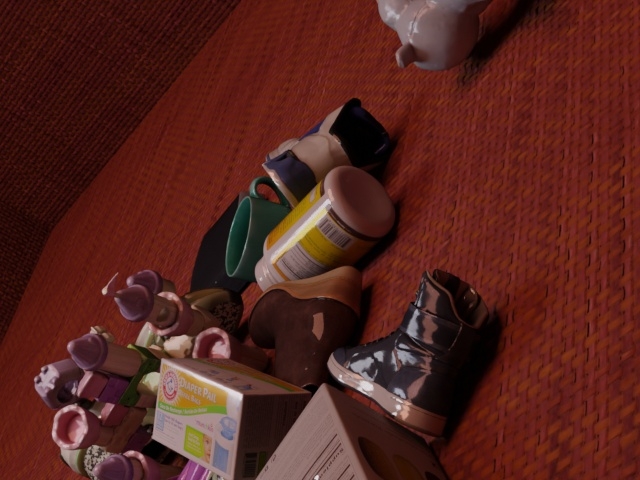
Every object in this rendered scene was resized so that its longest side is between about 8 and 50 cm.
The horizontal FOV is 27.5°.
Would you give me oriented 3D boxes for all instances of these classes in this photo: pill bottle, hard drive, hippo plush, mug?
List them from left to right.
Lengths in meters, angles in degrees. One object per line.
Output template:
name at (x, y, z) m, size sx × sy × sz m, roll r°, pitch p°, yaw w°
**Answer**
hard drive at (-0.168, 0.025, 2.335) m, size 0.172 × 0.054 × 0.254 m, roll -48°, pitch 20°, yaw 28°
mug at (-0.080, -0.009, 2.047) m, size 0.129 × 0.097 × 0.157 m, roll -121°, pitch 47°, yaw -67°
pill bottle at (0.000, 0.000, 1.832) m, size 0.215 × 0.117 × 0.117 m, roll -44°, pitch 23°, yaw 36°
hippo plush at (0.208, -0.355, 1.821) m, size 0.294 × 0.234 × 0.236 m, roll 53°, pitch 139°, yaw 27°

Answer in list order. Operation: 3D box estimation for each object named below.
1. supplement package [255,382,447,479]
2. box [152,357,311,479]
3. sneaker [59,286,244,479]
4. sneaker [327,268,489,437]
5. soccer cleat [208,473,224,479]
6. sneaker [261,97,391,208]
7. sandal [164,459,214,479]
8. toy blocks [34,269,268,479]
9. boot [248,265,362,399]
supplement package at (0.043, 0.266, 1.250) m, size 0.134 × 0.139 × 0.244 m, roll -56°, pitch 19°, yaw 9°
box at (-0.116, 0.222, 1.649) m, size 0.203 × 0.103 × 0.114 m, roll 13°, pitch 97°, yaw 53°
sneaker at (-0.235, 0.260, 2.078) m, size 0.410 × 0.158 × 0.182 m, roll -53°, pitch 49°, yaw 10°
sneaker at (0.097, 0.106, 1.428) m, size 0.226 × 0.086 × 0.163 m, roll 22°, pitch 91°, yaw 62°
soccer cleat at (-0.120, 0.331, 1.708) m, size 0.179 × 0.060 × 0.072 m, roll -61°, pitch 23°, yaw -16°
sneaker at (0.019, -0.123, 2.006) m, size 0.182 × 0.127 × 0.315 m, roll -33°, pitch 5°, yaw 2°
sandal at (-0.218, 0.386, 1.797) m, size 0.416 × 0.102 × 0.169 m, roll -64°, pitch 17°, yaw -13°
toy blocks at (-0.302, 0.183, 1.904) m, size 0.309 × 0.260 × 0.288 m, roll 37°, pitch 97°, yaw 33°
boot at (-0.046, 0.150, 1.751) m, size 0.248 × 0.090 × 0.206 m, roll -32°, pitch 29°, yaw 47°
